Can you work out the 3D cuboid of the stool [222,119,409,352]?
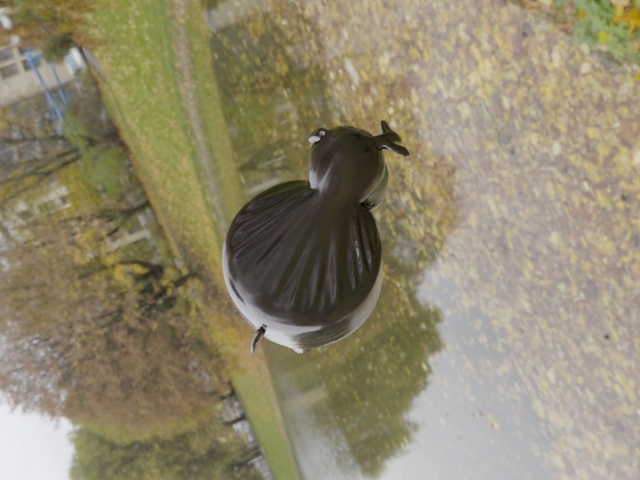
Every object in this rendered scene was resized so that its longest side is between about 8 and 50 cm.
[{"bbox_3d":[0.000,0.000,0.621,0.125,0.217,0.121,21,165,14],"label":"stool"}]
